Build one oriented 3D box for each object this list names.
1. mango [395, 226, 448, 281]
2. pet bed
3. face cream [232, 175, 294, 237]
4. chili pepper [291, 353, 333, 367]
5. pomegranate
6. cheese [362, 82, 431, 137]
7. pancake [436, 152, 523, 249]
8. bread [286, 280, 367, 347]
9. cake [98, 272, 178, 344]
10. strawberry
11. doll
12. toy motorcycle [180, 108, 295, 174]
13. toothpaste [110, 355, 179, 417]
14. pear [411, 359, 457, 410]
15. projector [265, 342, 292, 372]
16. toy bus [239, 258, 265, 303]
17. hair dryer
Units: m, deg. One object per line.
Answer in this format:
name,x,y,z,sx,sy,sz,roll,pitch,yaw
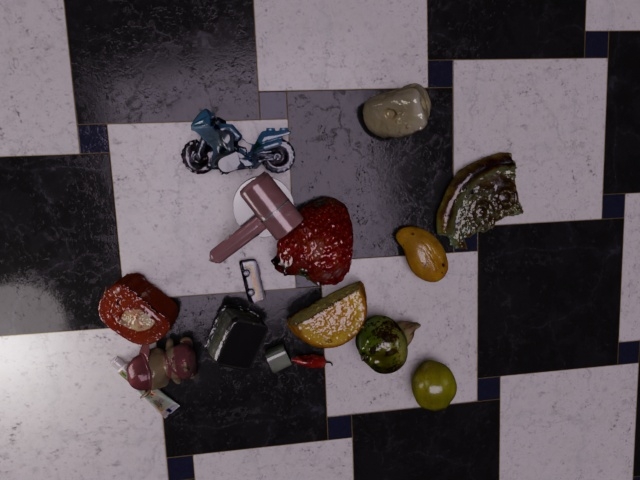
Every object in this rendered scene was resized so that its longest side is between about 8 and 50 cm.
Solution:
mango,0.408,0.052,1.973,0.157,0.109,0.262,-39,99,3
pet bed,-0.331,0.366,1.903,0.183,0.159,0.211,20,97,-36
face cream,-0.211,-0.129,1.829,0.218,0.179,0.218,-1,98,-7
chili pepper,-0.032,0.482,1.992,0.191,0.059,0.050,12,117,-28
pomegranate,0.278,0.400,1.951,0.276,0.204,0.222,-8,118,-4
cheese,0.293,-0.488,1.874,0.247,0.251,0.174,-7,116,29
pancake,0.638,-0.157,1.998,0.426,0.067,0.305,-32,102,-4
bread,0.056,0.310,1.915,0.340,0.194,0.179,-28,95,-7
cake,-0.675,0.259,1.841,0.283,0.151,0.177,41,103,-11
strawberry,-0.004,0.010,1.830,0.291,0.292,0.310,23,108,-10
doll,-0.597,0.469,1.875,0.255,0.152,0.196,-13,55,-15
toy motorcycle,-0.299,-0.355,1.791,0.415,0.172,0.232,0,104,1
toothpaste,-0.685,0.565,1.927,0.314,0.058,0.056,49,46,-14
pear,0.462,0.589,2.015,0.198,0.198,0.198,-1,98,-7
projector,-0.166,0.463,1.964,0.082,0.083,0.083,-24,100,-4
toy bus,-0.262,0.155,1.925,0.072,0.057,0.172,-14,100,-11
hair dryer,-0.257,-0.049,1.691,0.352,0.125,0.210,-37,100,5
